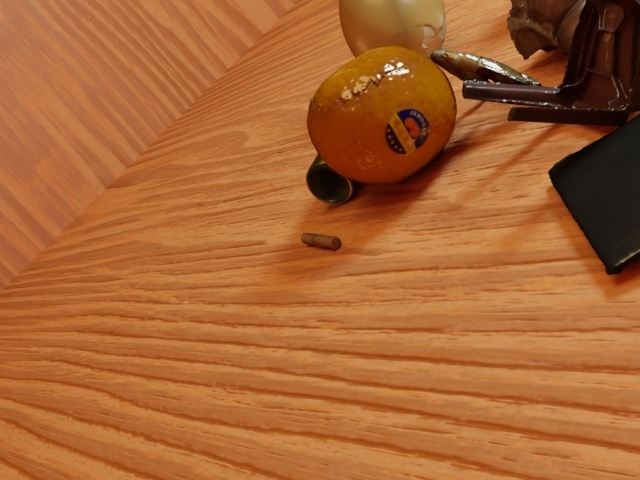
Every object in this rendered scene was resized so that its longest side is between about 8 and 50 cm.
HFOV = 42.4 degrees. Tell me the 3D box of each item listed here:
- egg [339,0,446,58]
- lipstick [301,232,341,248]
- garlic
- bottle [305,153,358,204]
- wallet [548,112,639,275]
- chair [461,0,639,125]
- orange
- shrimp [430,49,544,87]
[{"bbox_3d":[0.134,-0.433,1.587,0.201,0.244,0.201,-31,-9,-6],"label":"egg"},{"bbox_3d":[0.000,0.000,1.222,0.019,0.019,0.094,-46,23,-18],"label":"lipstick"},{"bbox_3d":[0.363,-0.351,1.153,0.191,0.160,0.214,-44,19,1],"label":"garlic"},{"bbox_3d":[0.061,-0.175,1.385,0.082,0.082,0.286,-21,28,38],"label":"bottle"},{"bbox_3d":[0.389,-0.107,0.803,0.323,0.041,0.247,-34,21,16],"label":"wallet"},{"bbox_3d":[0.362,-0.229,0.981,0.326,0.183,0.175,5,18,-12],"label":"chair"},{"bbox_3d":[0.091,-0.180,1.202,0.219,0.193,0.219,-22,38,18],"label":"orange"},{"bbox_3d":[0.254,-0.228,1.196,0.195,0.148,0.035,27,91,23],"label":"shrimp"}]
